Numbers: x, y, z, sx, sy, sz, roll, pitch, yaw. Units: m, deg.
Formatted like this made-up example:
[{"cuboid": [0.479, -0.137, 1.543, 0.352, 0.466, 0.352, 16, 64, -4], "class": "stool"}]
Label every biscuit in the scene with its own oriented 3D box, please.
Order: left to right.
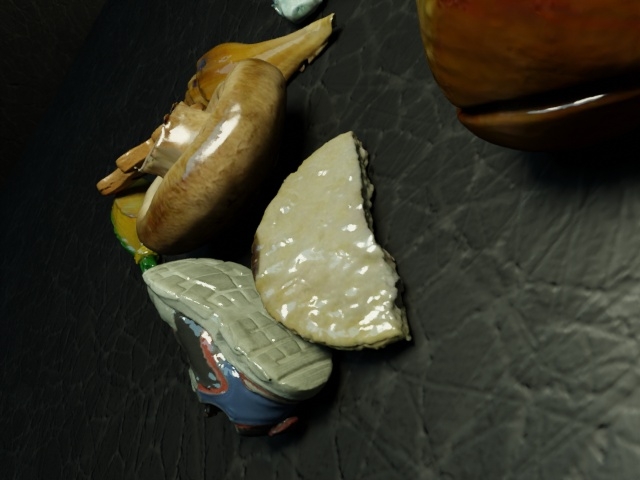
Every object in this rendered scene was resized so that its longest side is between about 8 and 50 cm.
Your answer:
[{"cuboid": [-0.245, -0.137, 0.937, 0.250, 0.036, 0.165, -26, 12, 46], "class": "biscuit"}, {"cuboid": [-0.002, 0.004, 0.567, 0.133, 0.032, 0.249, -22, 48, 14], "class": "biscuit"}]

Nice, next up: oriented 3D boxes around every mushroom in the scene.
[{"cuboid": [-0.133, -0.104, 0.757, 0.278, 0.146, 0.278, -52, 17, 22], "class": "mushroom"}]

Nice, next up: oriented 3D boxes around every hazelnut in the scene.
[{"cuboid": [0.165, -0.150, 0.363, 0.208, 0.208, 0.208, -32, 45, 39], "class": "hazelnut"}]

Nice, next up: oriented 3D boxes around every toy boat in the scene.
[{"cuboid": [-0.297, -0.031, 1.006, 0.229, 0.089, 0.088, -122, 26, -53], "class": "toy boat"}]

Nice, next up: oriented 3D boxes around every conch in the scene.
[{"cuboid": [-0.108, -0.243, 0.863, 0.330, 0.093, 0.109, -17, 55, 48], "class": "conch"}]

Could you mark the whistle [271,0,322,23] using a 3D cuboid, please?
[{"cuboid": [-0.035, -0.476, 0.898, 0.189, 0.189, 0.347, -19, 76, 47], "class": "whistle"}]

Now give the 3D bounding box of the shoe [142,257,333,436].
[{"cuboid": [-0.087, 0.105, 0.587, 0.228, 0.099, 0.125, 33, 125, 35], "class": "shoe"}]
